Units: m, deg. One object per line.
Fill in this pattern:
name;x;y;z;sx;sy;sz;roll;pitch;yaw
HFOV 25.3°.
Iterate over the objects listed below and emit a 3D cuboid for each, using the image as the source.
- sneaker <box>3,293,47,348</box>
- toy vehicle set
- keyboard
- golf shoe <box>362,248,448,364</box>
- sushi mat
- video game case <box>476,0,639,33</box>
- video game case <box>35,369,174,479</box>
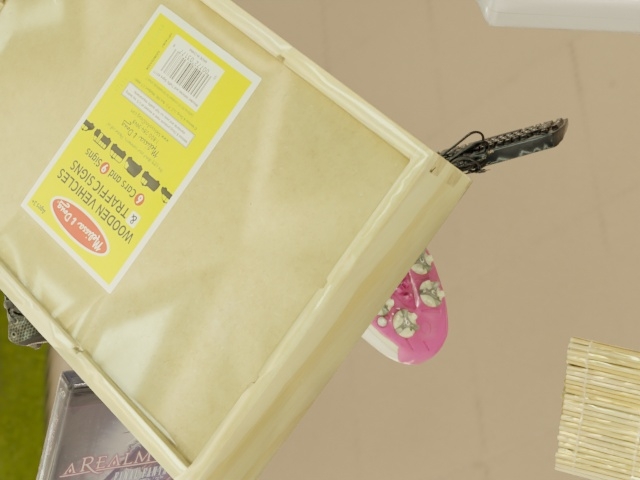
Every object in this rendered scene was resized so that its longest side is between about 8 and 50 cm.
sneaker;-0.306;0.030;1.431;0.130;0.227;0.087;-45;25;17
toy vehicle set;-0.078;-0.032;0.636;0.267;0.035;0.166;41;98;35
keyboard;0.141;-0.091;1.379;0.192;0.038;0.100;-16;17;20
golf shoe;0.000;0.000;1.364;0.306;0.115;0.140;52;143;7
sushi mat;0.386;0.201;1.461;0.316;0.019;0.151;11;105;35
video game case;0.262;-0.269;1.224;0.300;0.329;0.036;-104;20;-47
video game case;-0.148;0.214;1.184;0.026;0.196;0.274;47;129;42
